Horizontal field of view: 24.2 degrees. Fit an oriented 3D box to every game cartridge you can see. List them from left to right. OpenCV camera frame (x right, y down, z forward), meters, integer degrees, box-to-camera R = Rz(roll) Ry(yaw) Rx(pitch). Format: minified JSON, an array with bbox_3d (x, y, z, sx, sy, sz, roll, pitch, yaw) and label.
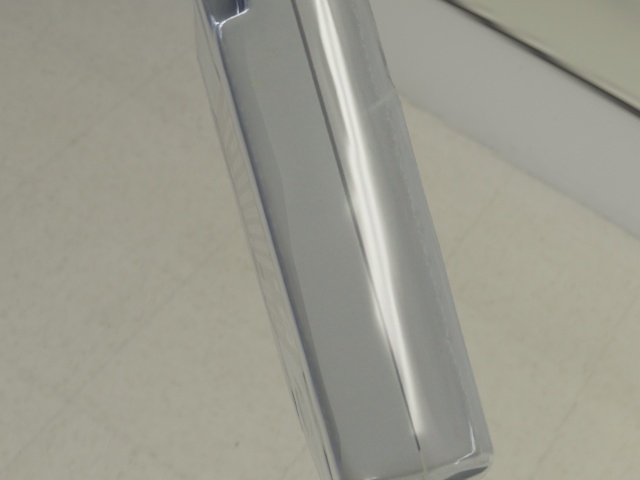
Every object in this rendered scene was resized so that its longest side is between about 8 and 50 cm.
[{"bbox_3d":[0.000,0.000,0.565,0.060,0.294,0.196,-12,92,-4],"label":"game cartridge"}]
